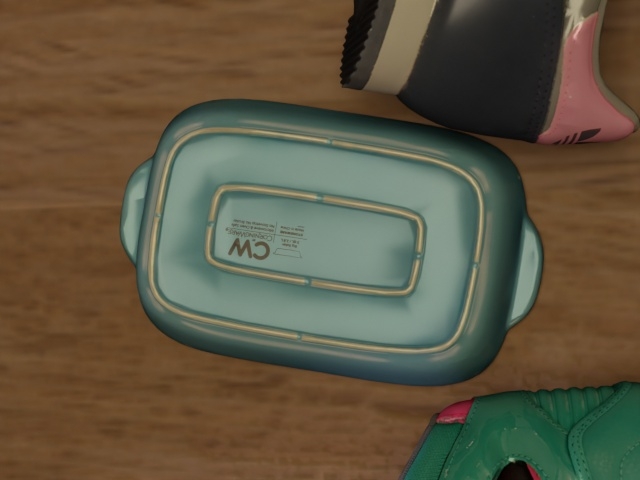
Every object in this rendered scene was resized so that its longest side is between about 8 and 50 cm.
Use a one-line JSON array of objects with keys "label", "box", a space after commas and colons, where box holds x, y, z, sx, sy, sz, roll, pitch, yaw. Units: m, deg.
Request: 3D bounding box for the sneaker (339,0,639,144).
[{"label": "sneaker", "box": [0.119, -0.190, 0.716, 0.131, 0.112, 0.319, 21, 96, -7]}]

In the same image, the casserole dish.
[{"label": "casserole dish", "box": [0.000, 0.000, 0.757, 0.188, 0.037, 0.114, 9, 90, 11]}]

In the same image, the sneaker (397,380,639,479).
[{"label": "sneaker", "box": [0.060, 0.192, 0.695, 0.178, 0.124, 0.295, 10, 83, 5]}]
